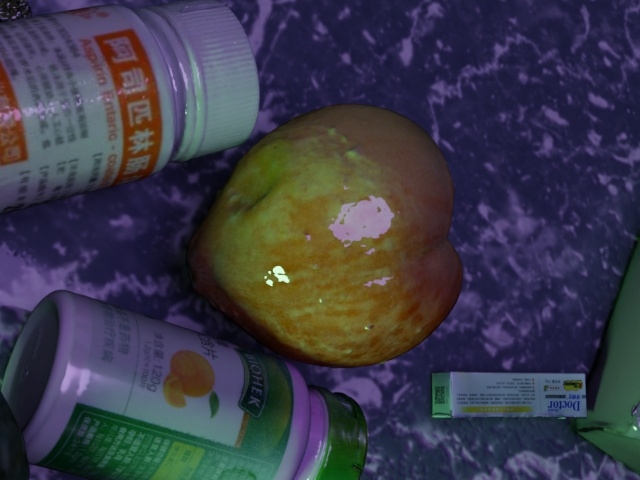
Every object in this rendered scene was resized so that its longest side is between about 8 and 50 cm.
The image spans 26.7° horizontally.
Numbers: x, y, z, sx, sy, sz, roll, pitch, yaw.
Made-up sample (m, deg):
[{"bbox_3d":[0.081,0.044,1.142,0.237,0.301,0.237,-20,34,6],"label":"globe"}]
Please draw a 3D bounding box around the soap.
[{"bbox_3d":[0.422,0.128,1.375,0.285,0.107,0.296,31,68,-21],"label":"soap"}]

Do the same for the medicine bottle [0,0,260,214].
[{"bbox_3d":[-0.183,-0.107,1.034,0.252,0.144,0.144,-18,92,-34],"label":"medicine bottle"}]

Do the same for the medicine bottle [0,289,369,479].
[{"bbox_3d":[-0.101,0.138,1.050,0.274,0.133,0.133,21,72,-27],"label":"medicine bottle"}]

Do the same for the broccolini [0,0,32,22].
[{"bbox_3d":[-0.326,-0.145,1.014,0.239,0.051,0.054,-22,138,-30],"label":"broccolini"}]

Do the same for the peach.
[{"bbox_3d":[0.000,0.000,1.095,0.232,0.232,0.232,5,80,-30],"label":"peach"}]

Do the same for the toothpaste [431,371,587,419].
[{"bbox_3d":[0.178,0.147,1.267,0.164,0.034,0.046,4,80,-30],"label":"toothpaste"}]

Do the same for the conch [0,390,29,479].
[{"bbox_3d":[-0.326,0.127,0.886,0.195,0.220,0.277,-33,140,7],"label":"conch"}]
